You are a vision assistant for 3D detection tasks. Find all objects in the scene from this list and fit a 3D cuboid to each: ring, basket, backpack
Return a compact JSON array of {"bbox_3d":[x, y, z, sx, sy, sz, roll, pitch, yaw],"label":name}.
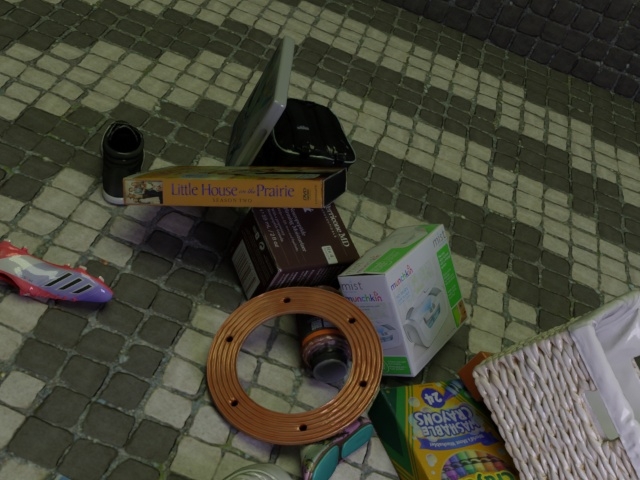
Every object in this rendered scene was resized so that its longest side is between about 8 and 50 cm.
[{"bbox_3d":[-0.049,0.234,1.727,0.336,0.032,0.337,-2,53,3],"label":"ring"},{"bbox_3d":[0.505,0.306,1.692,0.331,0.266,0.328,-11,75,-56],"label":"basket"},{"bbox_3d":[-0.045,-0.237,2.272,0.225,0.191,0.254,6,47,-23],"label":"backpack"}]

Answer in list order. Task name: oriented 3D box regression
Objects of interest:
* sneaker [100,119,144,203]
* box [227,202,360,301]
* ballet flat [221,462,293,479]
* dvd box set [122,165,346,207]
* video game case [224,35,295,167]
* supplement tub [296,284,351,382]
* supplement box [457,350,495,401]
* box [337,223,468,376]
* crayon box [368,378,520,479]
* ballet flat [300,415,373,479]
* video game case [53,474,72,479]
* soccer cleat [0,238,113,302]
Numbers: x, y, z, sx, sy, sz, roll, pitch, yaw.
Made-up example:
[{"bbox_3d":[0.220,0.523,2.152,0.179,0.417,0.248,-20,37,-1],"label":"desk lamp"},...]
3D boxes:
[{"bbox_3d":[-0.449,-0.227,2.100,0.104,0.147,0.296,8,38,-15],"label":"sneaker"},{"bbox_3d":[-0.060,0.030,1.936,0.203,0.167,0.168,-7,58,-32],"label":"box"},{"bbox_3d":[-0.157,0.444,1.421,0.139,0.139,0.400,41,38,23],"label":"ballet flat"},{"bbox_3d":[-0.171,-0.119,1.959,0.420,0.062,0.307,1,9,11],"label":"dvd box set"},{"bbox_3d":[-0.153,-0.302,2.211,0.036,0.300,0.329,25,36,-15],"label":"video game case"},{"bbox_3d":[0.008,0.192,1.848,0.106,0.106,0.198,9,40,-16],"label":"supplement tub"},{"bbox_3d":[0.381,0.285,1.874,0.233,0.080,0.078,17,32,-51],"label":"supplement box"},{"bbox_3d":[0.175,0.119,1.903,0.126,0.231,0.262,-4,20,37],"label":"box"},{"bbox_3d":[0.250,0.415,1.713,0.203,0.083,0.323,-2,44,-28],"label":"crayon box"},{"bbox_3d":[0.013,0.378,1.660,0.079,0.077,0.221,19,28,28],"label":"ballet flat"},{"bbox_3d":[-0.373,0.472,1.385,0.183,0.023,0.201,26,38,5],"label":"video game case"},{"bbox_3d":[-0.526,0.081,1.757,0.248,0.083,0.095,23,66,-7],"label":"soccer cleat"}]
